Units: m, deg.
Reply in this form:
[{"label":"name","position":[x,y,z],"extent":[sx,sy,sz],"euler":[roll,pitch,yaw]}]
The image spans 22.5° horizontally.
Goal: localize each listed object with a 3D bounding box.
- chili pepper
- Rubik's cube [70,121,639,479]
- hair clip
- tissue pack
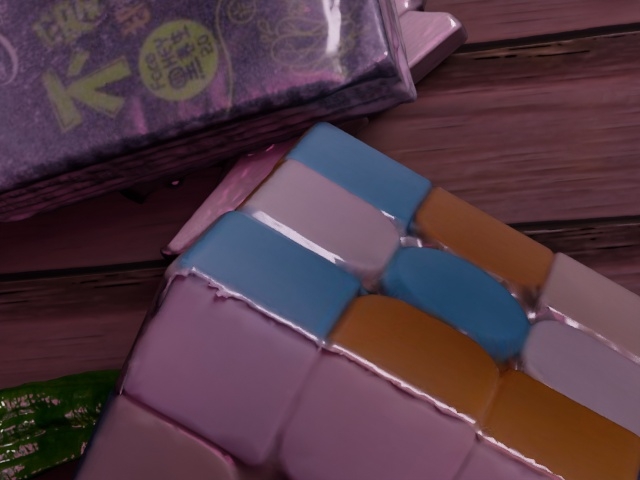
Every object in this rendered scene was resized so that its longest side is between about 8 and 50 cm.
[{"label":"chili pepper","position":[-0.264,0.178,1.428],"extent":[0.257,0.074,0.100],"euler":[-22,87,3]},{"label":"Rubik's cube","position":[0.029,0.168,1.224],"extent":[0.346,0.344,0.347],"euler":[31,117,5]},{"label":"hair clip","position":[-0.025,-0.111,1.413],"extent":[0.331,0.085,0.101],"euler":[-38,73,3]},{"label":"tissue pack","position":[-0.141,-0.202,1.358],"extent":[0.394,0.124,0.288],"euler":[-16,71,10]}]
